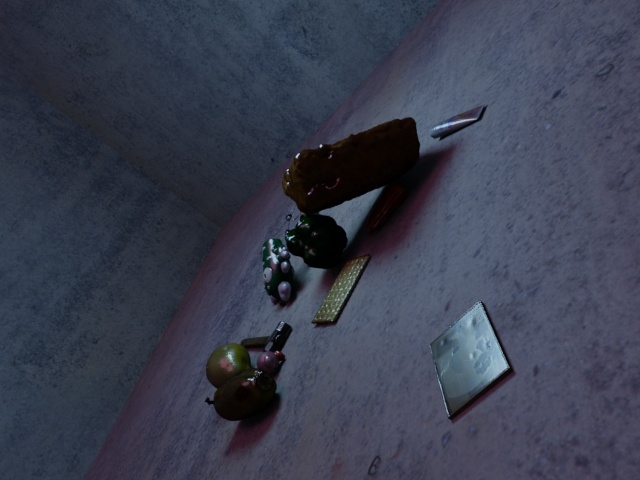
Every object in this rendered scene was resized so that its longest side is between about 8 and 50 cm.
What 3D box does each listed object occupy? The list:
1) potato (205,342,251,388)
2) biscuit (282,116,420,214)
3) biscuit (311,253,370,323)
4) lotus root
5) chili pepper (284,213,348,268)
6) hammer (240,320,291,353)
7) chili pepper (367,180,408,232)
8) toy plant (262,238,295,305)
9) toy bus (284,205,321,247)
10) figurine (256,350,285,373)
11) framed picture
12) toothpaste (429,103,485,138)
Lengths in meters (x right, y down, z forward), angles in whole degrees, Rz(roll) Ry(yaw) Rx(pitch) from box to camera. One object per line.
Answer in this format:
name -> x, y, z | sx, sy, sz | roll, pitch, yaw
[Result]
potato -> -0.286, 0.416, 1.863 | 0.157, 0.157, 0.194 | -55, 29, -8
biscuit -> 0.094, -0.217, 1.781 | 0.395, 0.166, 0.342 | -21, 0, -13
biscuit -> 0.059, 0.142, 1.680 | 0.231, 0.016, 0.139 | -60, 18, -24
lotus root -> -0.210, 0.434, 1.620 | 0.241, 0.123, 0.124 | -32, 9, 43
chili pepper -> 0.000, 0.000, 1.861 | 0.261, 0.173, 0.165 | -6, -63, -64
hammer -> -0.203, 0.337, 1.953 | 0.111, 0.043, 0.365 | -60, 16, -23
chili pepper -> 0.192, -0.093, 1.741 | 0.169, 0.065, 0.088 | -56, -2, 4
toy plant -> -0.152, 0.116, 2.069 | 0.232, 0.112, 0.243 | -168, 76, -70
toy bus -> -0.054, -0.048, 2.192 | 0.112, 0.138, 0.317 | -41, 18, 19
figurine -> -0.155, 0.363, 1.717 | 0.071, 0.067, 0.083 | -40, -13, -45
framed picture -> 0.256, 0.203, 1.019 | 0.136, 0.010, 0.201 | -46, 17, 20
toothpaste -> 0.406, -0.352, 1.734 | 0.194, 0.043, 0.067 | -18, 35, 54
